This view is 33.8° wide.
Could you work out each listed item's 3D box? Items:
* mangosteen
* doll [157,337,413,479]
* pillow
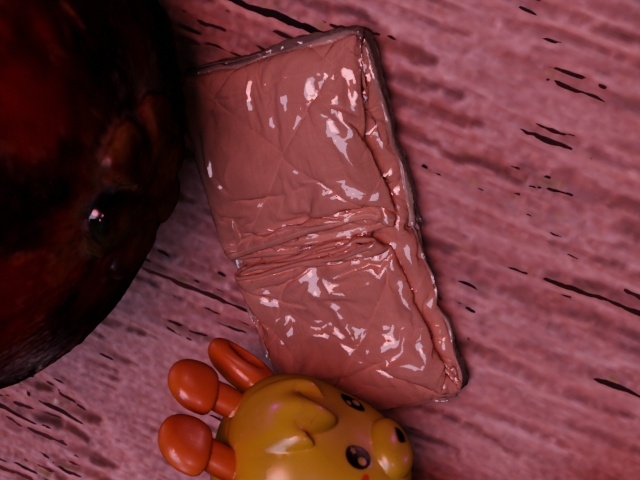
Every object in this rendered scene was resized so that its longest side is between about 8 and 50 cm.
[{"bbox_3d":[-0.216,-0.066,0.524,0.311,0.311,0.311,6,110,16],"label":"mangosteen"},{"bbox_3d":[-0.003,0.144,0.592,0.135,0.143,0.221,-38,119,26],"label":"doll"},{"bbox_3d":[0.000,0.000,0.610,0.126,0.043,0.233,-9,108,26],"label":"pillow"}]
